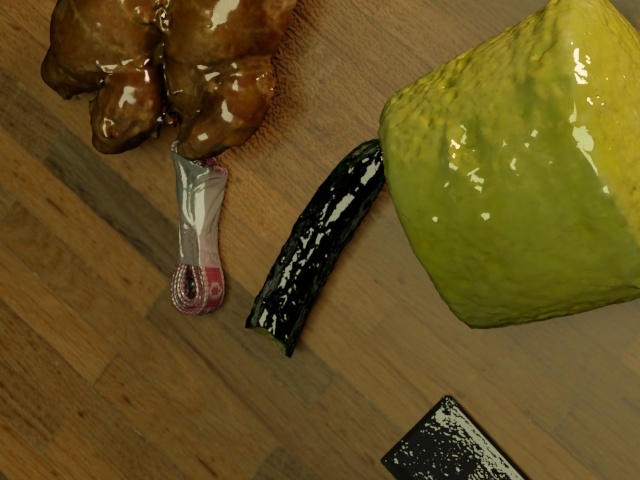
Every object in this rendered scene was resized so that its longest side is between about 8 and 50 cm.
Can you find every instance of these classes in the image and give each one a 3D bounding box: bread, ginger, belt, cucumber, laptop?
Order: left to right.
[{"bbox_3d":[-0.199,-0.243,1.815,0.357,0.152,0.274,6,102,17],"label":"ginger"},{"bbox_3d":[-0.159,-0.018,1.862,0.071,0.053,0.232,-1,92,28],"label":"belt"},{"bbox_3d":[0.000,0.000,1.800,0.081,0.072,0.303,31,101,17],"label":"cucumber"},{"bbox_3d":[0.176,0.298,1.788,0.180,0.016,0.129,46,104,12],"label":"laptop"},{"bbox_3d":[0.244,-0.082,1.588,0.307,0.348,0.348,-16,88,25],"label":"bread"}]
